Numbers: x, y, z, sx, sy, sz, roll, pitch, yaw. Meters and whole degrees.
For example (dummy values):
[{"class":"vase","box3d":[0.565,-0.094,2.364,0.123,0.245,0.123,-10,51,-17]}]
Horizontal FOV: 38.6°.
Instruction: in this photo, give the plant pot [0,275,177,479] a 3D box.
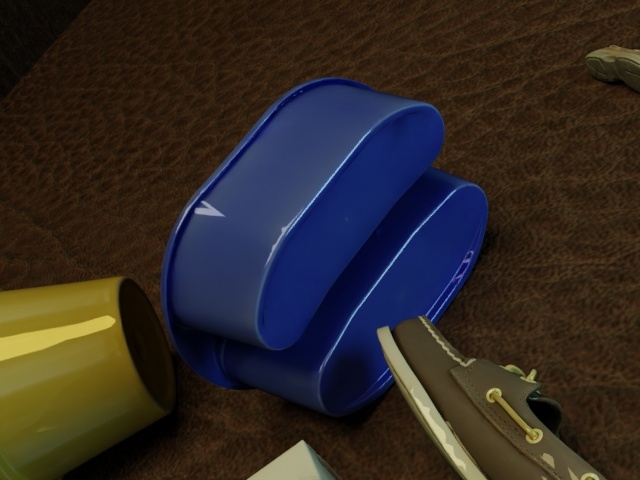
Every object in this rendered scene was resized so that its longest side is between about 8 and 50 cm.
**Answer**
[{"class":"plant pot","box3d":[-0.302,0.151,1.020,0.239,0.254,0.254,-20,35,4]}]

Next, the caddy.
[{"class":"caddy","box3d":[0.000,0.000,0.889,0.179,0.241,0.341,17,62,47]}]

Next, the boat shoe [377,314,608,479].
[{"class":"boat shoe","box3d":[0.143,0.154,0.681,0.097,0.116,0.324,-34,37,-1]}]

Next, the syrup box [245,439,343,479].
[{"class":"syrup box","box3d":[0.004,0.273,0.687,0.093,0.096,0.237,-36,34,3]}]

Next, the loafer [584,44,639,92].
[{"class":"loafer","box3d":[0.331,-0.186,0.965,0.039,0.045,0.125,-36,30,-8]}]
